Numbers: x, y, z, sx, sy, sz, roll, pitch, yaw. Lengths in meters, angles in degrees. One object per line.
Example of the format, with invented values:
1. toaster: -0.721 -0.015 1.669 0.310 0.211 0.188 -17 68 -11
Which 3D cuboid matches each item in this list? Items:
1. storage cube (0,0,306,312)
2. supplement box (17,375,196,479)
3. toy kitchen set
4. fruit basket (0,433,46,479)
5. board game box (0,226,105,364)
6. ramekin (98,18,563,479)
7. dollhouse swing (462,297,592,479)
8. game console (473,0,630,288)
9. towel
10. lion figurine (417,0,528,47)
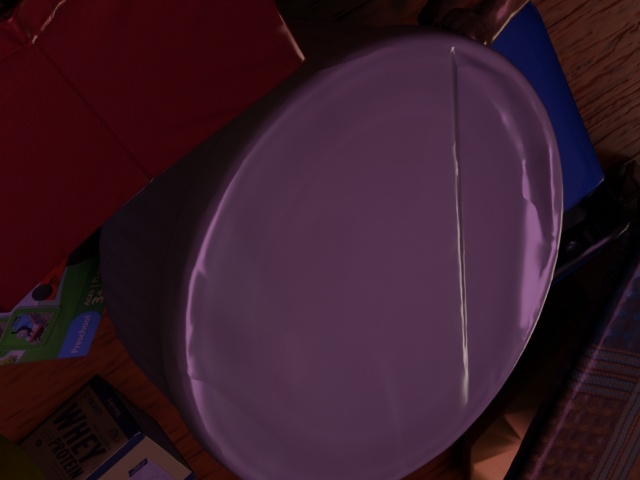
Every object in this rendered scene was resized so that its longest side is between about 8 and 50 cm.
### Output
1. storage cube: -0.151 -0.121 0.731 0.184 0.215 0.193 -41 150 -4
2. supplement box: -0.142 0.147 1.131 0.083 0.056 0.083 -41 144 -2
3. toy kitchen set: 0.225 -0.011 1.324 0.075 0.083 0.068 -29 106 23
4. fruit basket: -0.221 0.108 0.705 0.392 0.392 0.283 7 87 -46
5. board game box: -0.201 0.003 0.947 0.211 0.039 0.160 -4 129 -39
6. ramekin: 0.000 0.000 0.976 0.273 0.127 0.273 -18 119 -35
7. dollhouse swing: 0.303 0.158 1.553 0.347 0.305 0.315 -49 -175 8
8. game console: 0.042 0.005 1.185 0.293 0.173 0.250 -32 174 -14
9. towel: 0.315 0.131 1.327 0.370 0.040 0.271 13 109 -34
10. lion figurine: 0.092 -0.270 0.891 0.240 0.142 0.392 -47 158 -7
